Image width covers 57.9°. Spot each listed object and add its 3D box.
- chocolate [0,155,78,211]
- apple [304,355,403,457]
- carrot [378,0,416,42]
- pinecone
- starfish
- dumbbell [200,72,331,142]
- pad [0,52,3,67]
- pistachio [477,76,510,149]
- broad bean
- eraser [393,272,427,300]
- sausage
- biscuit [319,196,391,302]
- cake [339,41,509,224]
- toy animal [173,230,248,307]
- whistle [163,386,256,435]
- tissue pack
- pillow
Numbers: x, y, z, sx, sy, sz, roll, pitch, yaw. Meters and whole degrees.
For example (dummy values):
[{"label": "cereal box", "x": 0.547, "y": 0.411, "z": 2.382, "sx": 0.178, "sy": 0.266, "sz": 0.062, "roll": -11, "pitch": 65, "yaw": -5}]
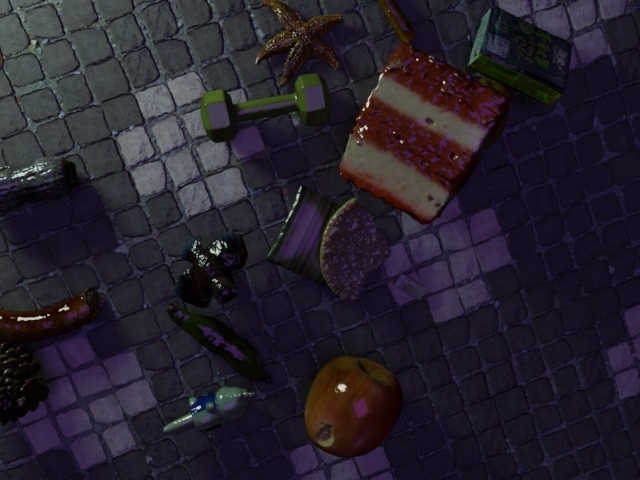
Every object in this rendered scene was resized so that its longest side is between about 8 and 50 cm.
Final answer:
[{"label": "chocolate", "x": -0.685, "y": -0.127, "z": 1.329, "sx": 0.248, "sy": 0.110, "sz": 0.110, "roll": -12, "pitch": 99, "yaw": -4}, {"label": "apple", "x": 0.077, "y": 0.418, "z": 1.424, "sx": 0.242, "sy": 0.242, "sz": 0.241, "roll": 22, "pitch": 101, "yaw": -9}, {"label": "carrot", "x": 0.175, "y": -0.559, "z": 1.400, "sx": 0.042, "sy": 0.042, "sz": 0.170, "roll": -33, "pitch": 98, "yaw": -1}, {"label": "pinecone", "x": -0.747, "y": 0.334, "z": 1.355, "sx": 0.179, "sy": 0.150, "sz": 0.195, "roll": -26, "pitch": 89, "yaw": -39}, {"label": "starfish", "x": -0.054, "y": -0.481, "z": 1.384, "sx": 0.240, "sy": 0.043, "sz": 0.227, "roll": 44, "pitch": 90, "yaw": -7}, {"label": "dumbbell", "x": -0.129, "y": -0.313, "z": 1.364, "sx": 0.302, "sy": 0.121, "sz": 0.108, "roll": -12, "pitch": 70, "yaw": -4}, {"label": "pad", "x": -0.846, "y": -0.367, "z": 1.301, "sx": 0.250, "sy": 0.055, "sz": 0.323, "roll": -13, "pitch": 81, "yaw": -5}, {"label": "pistachio", "x": 0.408, "y": -0.314, "z": 1.425, "sx": 0.100, "sy": 0.110, "sz": 0.189, "roll": 14, "pitch": 94, "yaw": -50}, {"label": "broad bean", "x": -0.241, "y": 0.259, "z": 1.453, "sx": 0.339, "sy": 0.061, "sz": 0.077, "roll": 41, "pitch": 103, "yaw": -10}, {"label": "eraser", "x": 0.233, "y": 0.120, "z": 1.509, "sx": 0.083, "sy": 0.019, "sz": 0.038, "roll": 31, "pitch": 95, "yaw": -10}, {"label": "sausage", "x": -0.676, "y": 0.189, "z": 1.387, "sx": 0.302, "sy": 0.076, "sz": 0.103, "roll": -11, "pitch": 91, "yaw": -6}, {"label": "biscuit", "x": 0.086, "y": 0.025, "z": 1.427, "sx": 0.188, "sy": 0.040, "sz": 0.265, "roll": 1, "pitch": 102, "yaw": -24}, {"label": "cake", "x": 0.229, "y": -0.231, "z": 1.306, "sx": 0.269, "sy": 0.270, "sz": 0.319, "roll": 32, "pitch": 105, "yaw": 12}, {"label": "toy animal", "x": -0.262, "y": 0.076, "z": 1.369, "sx": 0.218, "sy": 0.179, "sz": 0.116, "roll": -44, "pitch": 125, "yaw": 1}, {"label": "whistle", "x": -0.276, "y": 0.428, "z": 1.456, "sx": 0.244, "sy": 0.110, "sz": 0.092, "roll": -21, "pitch": 68, "yaw": -3}, {"label": "tissue pack", "x": 0.487, "y": -0.448, "z": 1.405, "sx": 0.235, "sy": 0.073, "sz": 0.173, "roll": 22, "pitch": 66, "yaw": -9}, {"label": "pillow", "x": 0.000, "y": 0.000, "z": 1.448, "sx": 0.212, "sy": 0.052, "sz": 0.208, "roll": 26, "pitch": 89, "yaw": -11}]
